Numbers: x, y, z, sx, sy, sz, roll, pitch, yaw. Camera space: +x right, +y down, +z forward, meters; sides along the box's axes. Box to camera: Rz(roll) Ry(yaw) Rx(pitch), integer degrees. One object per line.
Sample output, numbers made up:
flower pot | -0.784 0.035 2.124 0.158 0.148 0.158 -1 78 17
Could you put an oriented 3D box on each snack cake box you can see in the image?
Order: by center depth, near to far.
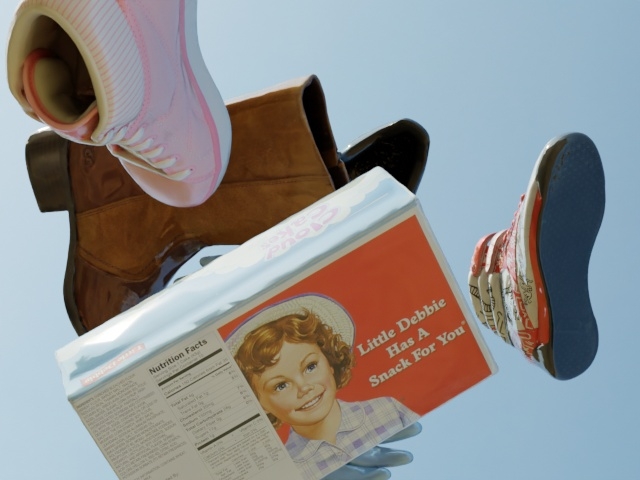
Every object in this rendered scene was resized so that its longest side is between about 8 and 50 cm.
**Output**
snack cake box | -0.029 0.083 1.023 0.152 0.264 0.089 63 -5 -24

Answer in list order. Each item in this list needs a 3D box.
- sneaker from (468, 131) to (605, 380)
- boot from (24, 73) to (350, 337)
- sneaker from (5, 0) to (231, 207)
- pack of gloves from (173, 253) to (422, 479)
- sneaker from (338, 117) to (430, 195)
sneaker | 0.208 0.000 1.497 0.145 0.090 0.270 35 -42 50
boot | -0.085 0.000 1.253 0.280 0.096 0.264 -5 -73 25
sneaker | -0.069 -0.045 0.493 0.051 0.070 0.134 21 -36 19
pack of gloves | -0.027 0.093 1.189 0.232 0.046 0.195 3 -118 7
sneaker | 0.000 0.000 1.372 0.108 0.302 0.121 35 -23 -2
